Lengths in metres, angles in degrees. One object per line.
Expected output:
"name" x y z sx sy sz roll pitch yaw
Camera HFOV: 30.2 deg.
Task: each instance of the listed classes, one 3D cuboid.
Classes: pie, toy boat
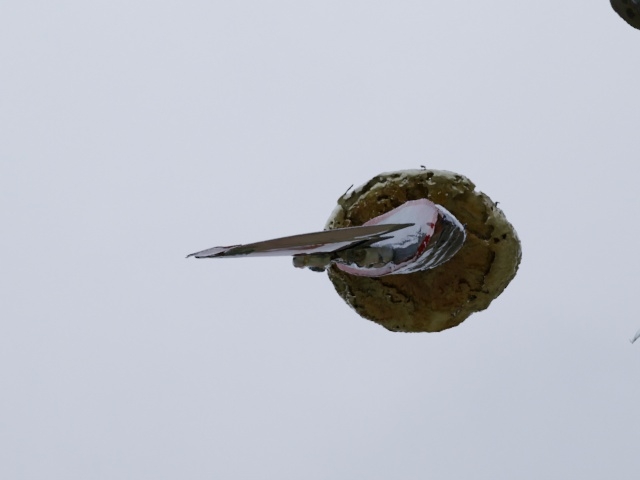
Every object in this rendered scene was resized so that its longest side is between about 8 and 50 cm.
"pie" 0.132 0.018 1.575 0.274 0.055 0.274 5 -51 7
"toy boat" 0.028 -0.005 1.278 0.219 0.072 0.318 -16 -15 37

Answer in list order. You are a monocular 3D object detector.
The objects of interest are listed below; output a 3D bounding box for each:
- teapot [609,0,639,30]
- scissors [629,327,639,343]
"teapot" 0.637 -0.418 1.807 0.305 0.362 0.376 -37 -76 -20
"scissors" 0.449 0.107 1.615 0.017 0.144 0.248 15 0 7
